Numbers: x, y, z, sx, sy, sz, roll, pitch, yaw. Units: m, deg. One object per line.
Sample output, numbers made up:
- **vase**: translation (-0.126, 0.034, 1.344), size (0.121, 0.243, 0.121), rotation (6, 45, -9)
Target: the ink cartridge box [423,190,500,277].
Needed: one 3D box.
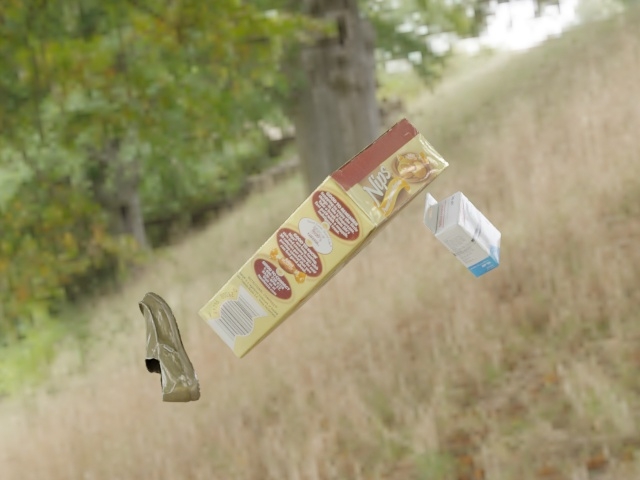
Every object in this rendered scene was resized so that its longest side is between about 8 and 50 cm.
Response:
- **ink cartridge box**: translation (0.134, -0.011, 1.478), size (0.028, 0.083, 0.048), rotation (-30, 32, 30)

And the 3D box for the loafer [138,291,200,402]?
- **loafer**: translation (-0.188, 0.128, 1.852), size (0.050, 0.148, 0.056), rotation (-19, -26, -17)

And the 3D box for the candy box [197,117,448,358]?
- **candy box**: translation (0.000, 0.000, 1.913), size (0.316, 0.087, 0.183), rotation (-44, -2, 42)
